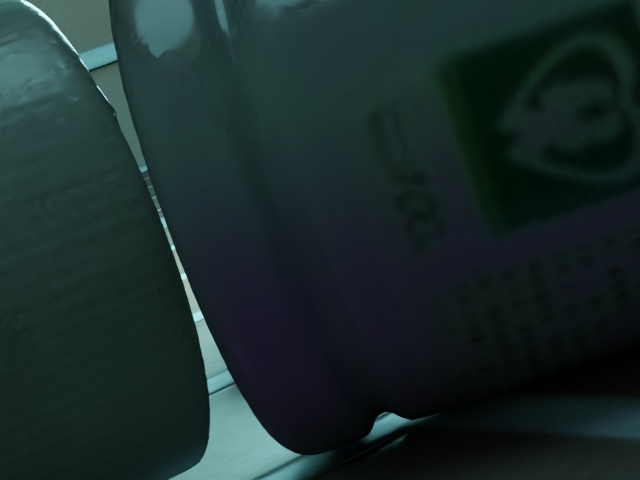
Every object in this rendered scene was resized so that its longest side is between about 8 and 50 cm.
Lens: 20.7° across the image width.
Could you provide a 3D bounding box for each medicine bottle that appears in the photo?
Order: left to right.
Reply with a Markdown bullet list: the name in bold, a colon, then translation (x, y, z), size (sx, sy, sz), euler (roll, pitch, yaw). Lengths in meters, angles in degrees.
- **medicine bottle**: translation (-0.243, 0.065, 0.606), size (0.371, 0.211, 0.211), euler (-23, 8, -18)
- **medicine bottle**: translation (0.106, -0.067, 0.648), size (0.325, 0.212, 0.212), euler (-20, 7, 4)
